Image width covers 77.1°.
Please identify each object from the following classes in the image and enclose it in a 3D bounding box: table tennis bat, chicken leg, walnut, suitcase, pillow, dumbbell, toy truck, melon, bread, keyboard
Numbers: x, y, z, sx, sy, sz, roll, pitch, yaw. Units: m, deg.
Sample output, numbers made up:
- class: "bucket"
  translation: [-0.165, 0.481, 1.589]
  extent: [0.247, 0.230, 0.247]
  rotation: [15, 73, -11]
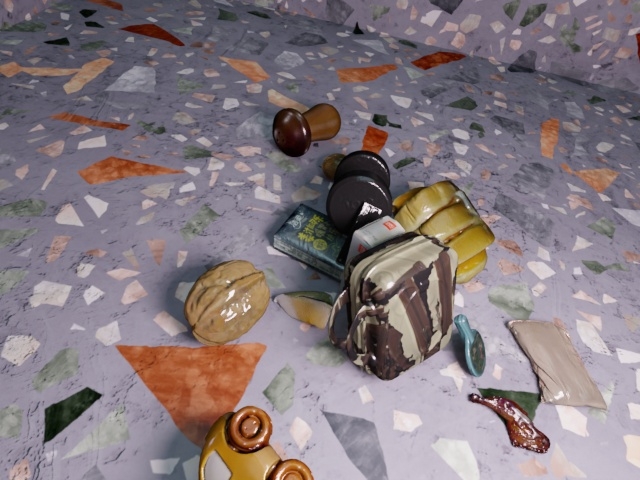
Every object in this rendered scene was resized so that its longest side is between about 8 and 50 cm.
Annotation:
- class: "table tennis bat"
  translation: [0.406, 0.278, 1.084]
  extent: [0.033, 0.201, 0.124]
  rotation: [-10, 30, 37]
- class: "chicken leg"
  translation: [0.484, 0.453, 1.021]
  extent: [0.093, 0.053, 0.205]
  rotation: [-35, 58, -17]
- class: "walnut"
  translation: [0.066, -0.283, 1.551]
  extent: [0.125, 0.105, 0.105]
  rotation: [3, 49, -7]
- class: "suitcase"
  translation: [0.171, 0.168, 1.012]
  extent: [0.339, 0.351, 0.194]
  rotation: [-22, 32, -26]
- class: "walnut"
  translation: [-0.240, 0.156, 1.049]
  extent: [0.198, 0.198, 0.245]
  rotation: [39, 57, 22]
- class: "pillow"
  translation: [0.659, 0.345, 1.133]
  extent: [0.173, 0.067, 0.270]
  rotation: [-1, 48, -5]
- class: "dumbbell"
  translation: [0.134, -0.165, 1.334]
  extent: [0.204, 0.203, 0.322]
  rotation: [13, 28, 1]
- class: "toy truck"
  translation: [-0.136, 0.482, 0.771]
  extent: [0.288, 0.204, 0.212]
  rotation: [41, 56, 21]
- class: "melon"
  translation: [-0.027, 0.185, 1.148]
  extent: [0.203, 0.093, 0.139]
  rotation: [6, 12, 33]
- class: "bread"
  translation: [0.411, -0.034, 1.287]
  extent: [0.301, 0.210, 0.341]
  rotation: [-7, 63, -41]
- class: "keyboard"
  translation: [0.113, -0.014, 1.190]
  extent: [0.064, 0.198, 0.010]
  rotation: [24, 8, -8]

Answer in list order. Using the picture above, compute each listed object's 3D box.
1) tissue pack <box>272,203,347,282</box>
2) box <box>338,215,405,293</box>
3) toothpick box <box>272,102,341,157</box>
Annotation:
- class: "tissue pack"
  translation: [0.000, 0.000, 1.301]
  extent: [0.257, 0.081, 0.185]
  rotation: [26, 49, 12]
- class: "box"
  translation: [0.140, 0.064, 1.146]
  extent: [0.135, 0.269, 0.079]
  rotation: [-26, 55, -32]
- class: "toothpick box"
  translation: [-0.058, -0.455, 1.628]
  extent: [0.192, 0.192, 0.294]
  rotation: [39, 47, 22]
